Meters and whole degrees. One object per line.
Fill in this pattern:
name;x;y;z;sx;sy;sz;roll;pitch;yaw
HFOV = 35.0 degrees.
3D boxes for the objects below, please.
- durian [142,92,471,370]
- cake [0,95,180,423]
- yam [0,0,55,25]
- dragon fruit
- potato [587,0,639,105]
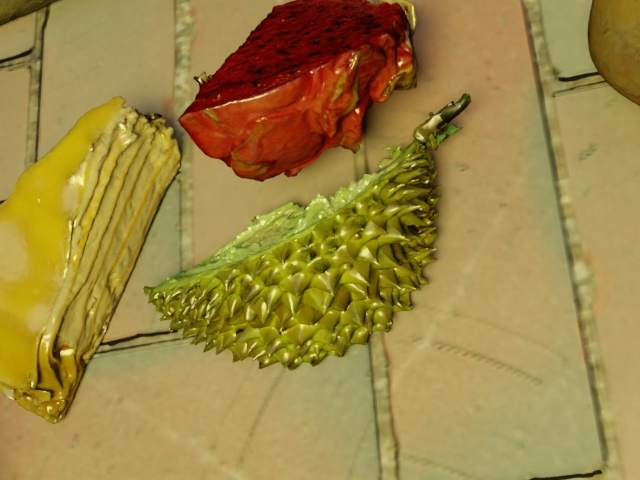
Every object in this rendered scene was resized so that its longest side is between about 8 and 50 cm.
durian;0.000;0.000;0.547;0.215;0.086;0.100;-28;48;7
cake;-0.142;0.013;0.587;0.185;0.080;0.116;-37;59;-4
yam;-0.173;-0.203;0.695;0.169;0.068;0.068;-20;63;18
dragon fruit;0.004;-0.080;0.558;0.106;0.083;0.162;-9;24;23
potato;0.219;-0.131;0.501;0.176;0.137;0.137;-29;60;29
